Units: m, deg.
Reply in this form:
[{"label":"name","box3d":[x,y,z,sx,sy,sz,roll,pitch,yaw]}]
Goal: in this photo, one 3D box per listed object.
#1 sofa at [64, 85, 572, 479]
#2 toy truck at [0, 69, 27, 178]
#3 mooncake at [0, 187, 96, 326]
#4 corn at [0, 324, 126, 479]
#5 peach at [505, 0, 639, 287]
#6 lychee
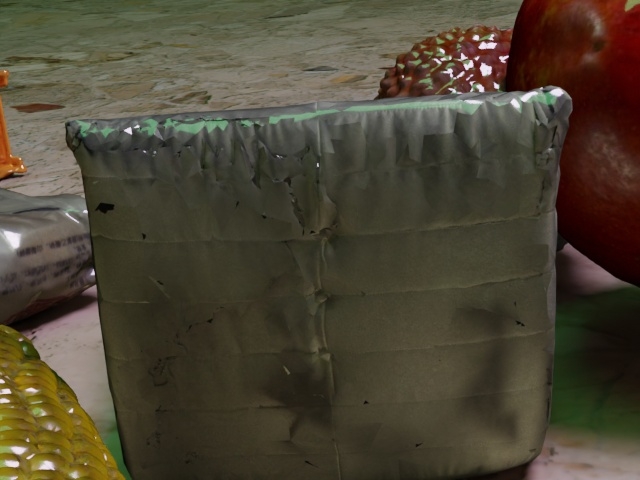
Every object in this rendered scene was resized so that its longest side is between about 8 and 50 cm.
[{"label":"sofa","box3d":[0.000,0.000,0.574,0.210,0.176,0.225,-4,18,2]},{"label":"toy truck","box3d":[-0.368,-0.071,0.995,0.135,0.114,0.270,-2,15,21]},{"label":"mooncake","box3d":[-0.210,0.010,0.760,0.130,0.073,0.125,13,22,39]},{"label":"corn","box3d":[-0.113,0.102,0.416,0.101,0.101,0.310,-13,20,-23]},{"label":"peach","box3d":[0.205,-0.063,0.586,0.243,0.199,0.243,15,26,-8]},{"label":"lychee","box3d":[0.109,-0.062,0.746,0.165,0.197,0.165,8,56,-13]}]
